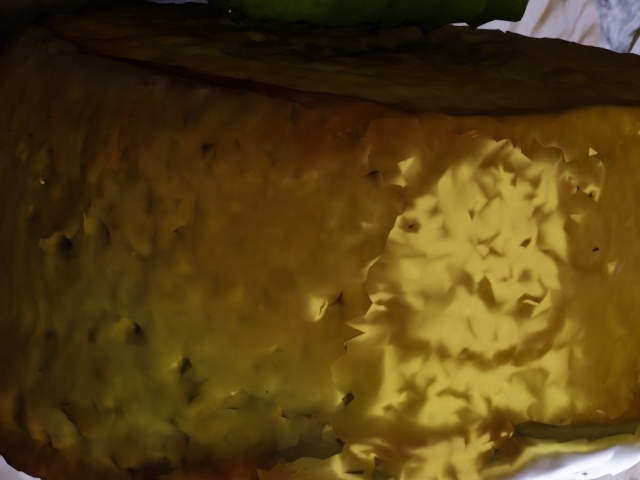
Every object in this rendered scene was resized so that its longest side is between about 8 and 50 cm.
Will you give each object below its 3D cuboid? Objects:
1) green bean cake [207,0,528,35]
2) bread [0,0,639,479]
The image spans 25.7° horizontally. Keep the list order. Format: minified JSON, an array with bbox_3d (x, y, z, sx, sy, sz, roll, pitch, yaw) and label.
[{"bbox_3d":[-0.005,-0.181,0.694,0.214,0.200,0.113,-11,125,-46],"label":"green bean cake"},{"bbox_3d":[0.000,0.000,0.703,0.398,0.398,0.215,-10,111,-45],"label":"bread"}]
